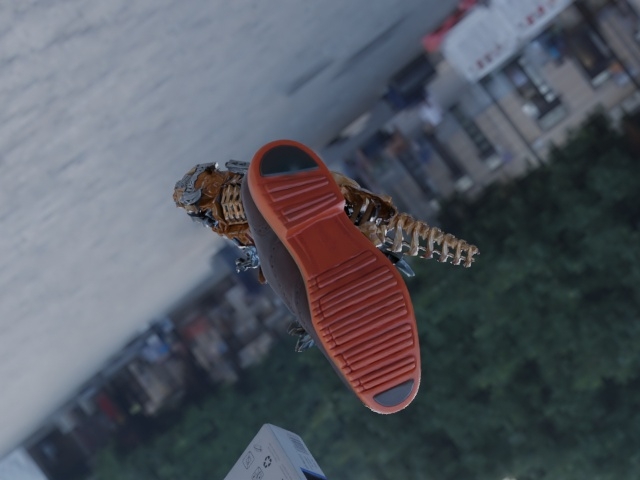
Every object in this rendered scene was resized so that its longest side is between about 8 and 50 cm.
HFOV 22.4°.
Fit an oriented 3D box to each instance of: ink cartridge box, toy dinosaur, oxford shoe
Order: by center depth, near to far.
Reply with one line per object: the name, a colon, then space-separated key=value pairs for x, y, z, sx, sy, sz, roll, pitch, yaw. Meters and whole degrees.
oxford shoe: x=0.008 y=0.041 z=1.500 sx=0.097 sy=0.271 sz=0.098 roll=-18 pitch=165 yaw=-26
toy dinosaur: x=0.000 y=0.000 z=1.702 sx=0.164 sy=0.322 sz=0.218 roll=-46 pitch=142 yaw=-18
ink cartridge box: x=-0.105 y=0.387 z=1.842 sx=0.333 sy=0.065 sz=0.165 roll=-53 pitch=-142 yaw=13
